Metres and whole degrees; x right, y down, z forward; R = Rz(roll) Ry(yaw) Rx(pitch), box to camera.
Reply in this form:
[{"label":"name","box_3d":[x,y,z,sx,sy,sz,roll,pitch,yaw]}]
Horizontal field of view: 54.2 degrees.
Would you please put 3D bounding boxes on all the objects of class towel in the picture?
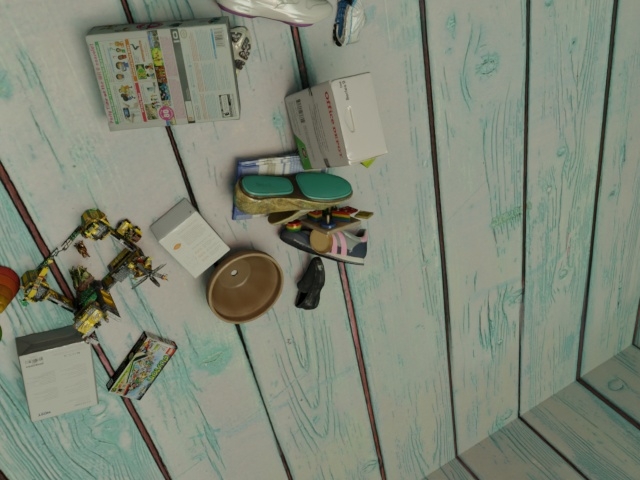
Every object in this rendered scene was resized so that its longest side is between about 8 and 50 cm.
[{"label":"towel","box_3d":[-0.114,-0.160,1.796,0.285,0.034,0.209,-11,135,-25]}]

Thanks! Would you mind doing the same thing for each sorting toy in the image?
[{"label":"sorting toy","box_3d":[0.036,-0.073,1.871,0.275,0.132,0.046,-19,119,-35]},{"label":"sorting toy","box_3d":[-0.839,0.245,1.537,0.127,0.126,0.365,17,106,-38]}]

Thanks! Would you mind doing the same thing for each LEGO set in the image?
[{"label":"LEGO set","box_3d":[-0.572,0.102,1.575,0.331,0.192,0.255,-40,131,-6]}]

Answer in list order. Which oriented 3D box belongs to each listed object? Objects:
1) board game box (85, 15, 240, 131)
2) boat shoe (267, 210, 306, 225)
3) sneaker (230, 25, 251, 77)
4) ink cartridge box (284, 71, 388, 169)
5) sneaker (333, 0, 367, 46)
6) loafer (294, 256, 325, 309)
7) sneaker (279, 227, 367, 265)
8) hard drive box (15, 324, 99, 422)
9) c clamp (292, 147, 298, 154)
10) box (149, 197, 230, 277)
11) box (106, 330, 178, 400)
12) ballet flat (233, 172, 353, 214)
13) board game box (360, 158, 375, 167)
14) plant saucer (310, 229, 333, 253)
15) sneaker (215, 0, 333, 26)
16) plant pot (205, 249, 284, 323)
[{"label":"board game box","box_3d":[-0.346,-0.378,1.421,0.304,0.097,0.224,-5,123,-2]},{"label":"boat shoe","box_3d":[-0.082,-0.081,1.831,0.153,0.056,0.048,-32,145,-16]},{"label":"sneaker","box_3d":[-0.253,-0.405,1.533,0.107,0.110,0.275,33,115,-24]},{"label":"ink cartridge box","box_3d":[0.036,-0.300,1.617,0.122,0.289,0.211,-19,102,-23]},{"label":"sneaker","box_3d":[0.090,-0.611,1.657,0.083,0.071,0.190,-13,132,-33]},{"label":"loafer","box_3d":[-0.035,0.142,1.998,0.078,0.076,0.223,-5,134,-19]},{"label":"sneaker","box_3d":[0.016,-0.014,1.954,0.319,0.112,0.131,18,84,-37]},{"label":"hard drive box","box_3d":[-0.715,0.360,1.707,0.181,0.089,0.232,-10,121,-27]},{"label":"c clamp","box_3d":[-0.055,-0.251,1.805,0.137,0.022,0.160,28,100,-46]},{"label":"box","box_3d":[-0.356,-0.006,1.713,0.130,0.091,0.170,-40,131,-5]},{"label":"box","box_3d":[-0.532,0.376,1.866,0.114,0.036,0.207,30,98,-40]},{"label":"ballet flat","box_3d":[-0.080,-0.124,1.748,0.349,0.123,0.123,-3,118,-28]},{"label":"board game box","box_3d":[0.111,-0.306,1.860,0.092,0.043,0.181,-50,131,2]},{"label":"plant saucer","box_3d":[0.000,0.000,1.868,0.083,0.015,0.083,6,79,-33]},{"label":"sneaker","box_3d":[-0.095,-0.603,1.506,0.305,0.114,0.152,-2,119,-31]},{"label":"plant pot","box_3d":[-0.236,0.119,1.851,0.237,0.110,0.237,-16,125,-24]}]
